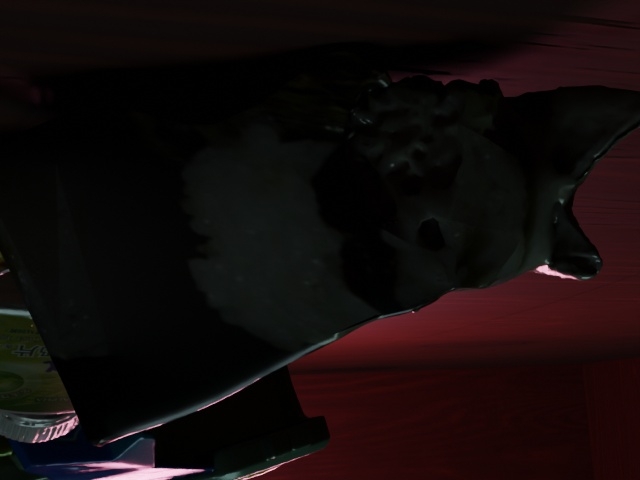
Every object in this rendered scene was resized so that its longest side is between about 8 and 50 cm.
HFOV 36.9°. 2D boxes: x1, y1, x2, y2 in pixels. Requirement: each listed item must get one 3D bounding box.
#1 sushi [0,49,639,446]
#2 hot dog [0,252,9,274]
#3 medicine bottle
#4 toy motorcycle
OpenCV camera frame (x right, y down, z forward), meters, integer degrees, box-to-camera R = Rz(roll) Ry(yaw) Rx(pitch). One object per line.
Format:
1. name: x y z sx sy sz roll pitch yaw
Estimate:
1. sushi: 0.004 -0.020 0.431 0.273 0.134 0.109 -19 -179 4
2. hot dog: -0.202 -0.011 0.493 0.169 0.061 0.078 -7 -153 38
3. medicine bottle: -0.177 0.056 0.634 0.132 0.088 0.188 2 145 -24
4. toy motorcycle: -0.150 0.140 0.837 0.326 0.191 0.200 -10 170 -43
